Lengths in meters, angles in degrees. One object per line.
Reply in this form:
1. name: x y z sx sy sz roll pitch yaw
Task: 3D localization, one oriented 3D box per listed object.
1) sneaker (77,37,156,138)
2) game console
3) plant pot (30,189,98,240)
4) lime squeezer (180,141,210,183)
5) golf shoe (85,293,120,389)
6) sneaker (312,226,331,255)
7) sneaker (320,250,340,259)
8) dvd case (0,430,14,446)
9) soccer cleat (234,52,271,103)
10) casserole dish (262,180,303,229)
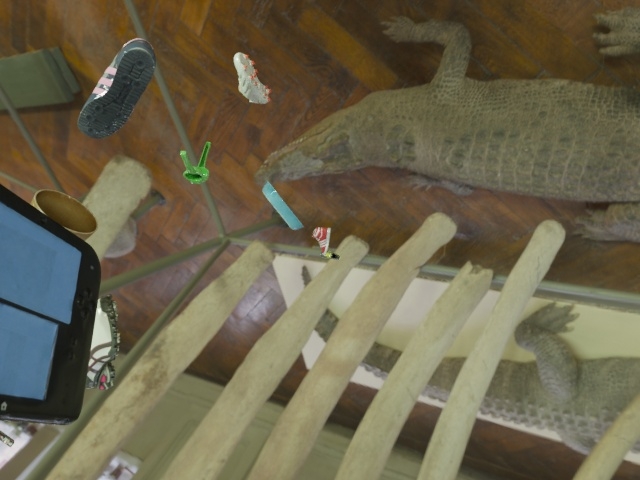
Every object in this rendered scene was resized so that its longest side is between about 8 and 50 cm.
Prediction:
1. sneaker: -0.555 -0.418 1.296 0.319 0.131 0.112 -38 132 23
2. game console: -0.488 0.106 0.754 0.060 0.341 0.386 -11 155 5
3. plant pot: -1.014 -0.020 1.757 0.237 0.237 0.254 42 103 -6
4. lime squeezer: -0.345 -0.210 1.326 0.059 0.310 0.109 21 104 -6
5. golf shoe: -0.513 0.237 1.041 0.105 0.120 0.272 57 134 47
6. sneaker: 0.000 0.000 1.727 0.067 0.042 0.118 9 123 1
7. sneaker: 0.038 0.056 1.836 0.083 0.031 0.035 10 175 10
8. dvd case: -0.732 0.416 1.039 0.119 0.013 0.087 44 146 -14
9. soccer cleat: -0.205 -0.445 1.316 0.076 0.068 0.196 -3 160 17
10. casserole dish: -0.117 -0.101 1.423 0.188 0.037 0.114 53 179 -31
